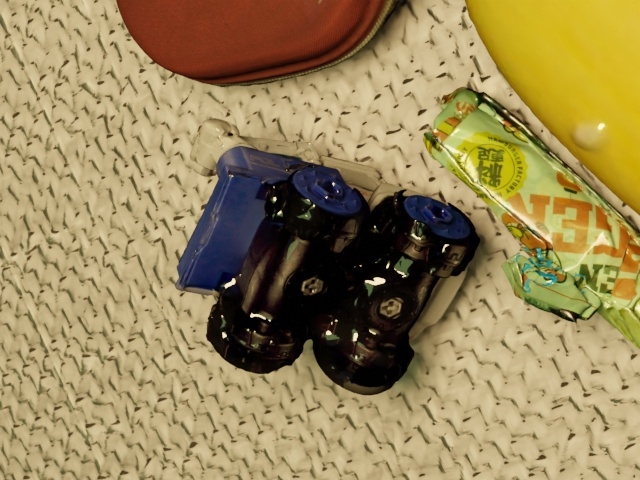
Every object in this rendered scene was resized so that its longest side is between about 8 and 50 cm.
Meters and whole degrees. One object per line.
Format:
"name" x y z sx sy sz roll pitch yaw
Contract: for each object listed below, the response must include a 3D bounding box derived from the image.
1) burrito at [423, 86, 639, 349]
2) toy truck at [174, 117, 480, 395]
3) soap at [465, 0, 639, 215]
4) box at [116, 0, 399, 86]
"burrito" 0.172 0.004 1.127 0.288 0.104 0.054 44 154 12
"toy truck" 0.000 0.000 1.185 0.161 0.213 0.177 -62 31 28
"soap" 0.273 -0.147 1.012 0.427 0.115 0.306 50 127 12
"box" -0.074 -0.320 1.189 0.263 0.108 0.404 -9 98 33
